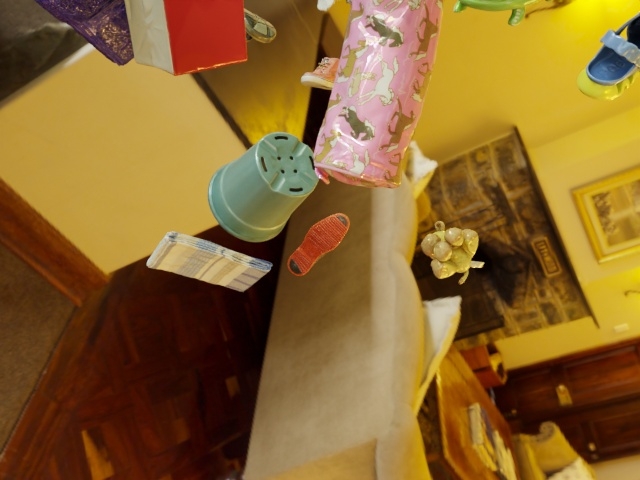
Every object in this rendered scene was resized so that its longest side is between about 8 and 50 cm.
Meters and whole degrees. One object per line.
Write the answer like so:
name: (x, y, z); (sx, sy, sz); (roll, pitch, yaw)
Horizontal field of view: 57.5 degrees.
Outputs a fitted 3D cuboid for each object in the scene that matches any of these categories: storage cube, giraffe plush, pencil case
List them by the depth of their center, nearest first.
pencil case: (0.100, -0.280, 1.036); (0.160, 0.167, 0.385); (11, 94, -33)
storage cube: (-0.298, -0.488, 1.287); (0.193, 0.184, 0.214); (-26, 128, -35)
giraffe plush: (0.401, 0.023, 1.869); (0.210, 0.181, 0.170); (26, 8, -41)

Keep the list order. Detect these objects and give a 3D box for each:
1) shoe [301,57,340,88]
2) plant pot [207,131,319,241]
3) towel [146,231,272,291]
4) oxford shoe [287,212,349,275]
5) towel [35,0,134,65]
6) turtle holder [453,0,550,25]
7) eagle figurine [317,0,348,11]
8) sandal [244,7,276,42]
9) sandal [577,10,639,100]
shoe: (0.005, -0.462, 1.599); (0.178, 0.064, 0.081); (-12, 107, -58)
plant pot: (-0.192, -0.210, 2.140); (0.341, 0.334, 0.341); (14, 62, -28)
towel: (-0.292, 0.065, 1.513); (0.285, 0.209, 0.034); (19, 58, -24)
oxford shoe: (0.000, 0.000, 1.866); (0.097, 0.271, 0.098); (48, 29, 1)
towel: (-0.476, -0.537, 1.346); (0.076, 0.228, 0.308); (61, 8, 16)
turtle holder: (0.465, -0.683, 1.383); (0.243, 0.320, 0.227); (53, -17, 43)
eagle figurine: (-0.021, -0.763, 1.558); (0.298, 0.226, 0.225); (32, 10, -11)
sandal: (-0.213, -0.577, 1.562); (0.120, 0.086, 0.303); (17, 20, -39)
sandal: (0.689, -0.433, 1.230); (0.126, 0.317, 0.138); (43, -9, 26)
